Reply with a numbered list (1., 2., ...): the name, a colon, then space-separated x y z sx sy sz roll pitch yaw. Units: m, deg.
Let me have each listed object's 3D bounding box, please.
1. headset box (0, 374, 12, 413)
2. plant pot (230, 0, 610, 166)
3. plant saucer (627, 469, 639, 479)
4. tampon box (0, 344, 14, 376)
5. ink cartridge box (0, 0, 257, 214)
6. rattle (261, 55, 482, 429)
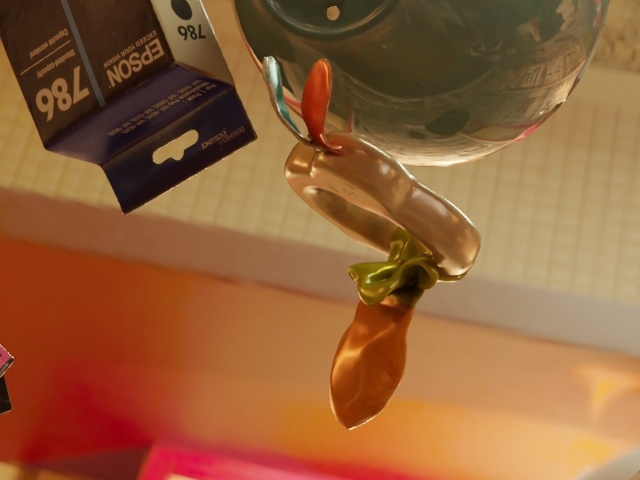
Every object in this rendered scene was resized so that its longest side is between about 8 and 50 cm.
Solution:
1. headset box: -0.443 0.094 1.683 0.283 0.246 0.131 -19 -64 -20
2. plant pot: 0.047 -0.203 1.432 0.290 0.290 0.195 -7 -3 24
3. plant saucer: 0.104 0.217 0.453 0.333 0.333 0.081 44 -23 29
4. tampon box: -0.293 0.078 1.225 0.120 0.101 0.161 48 -32 -15
5. ink cartridge box: -0.182 -0.195 1.532 0.165 0.065 0.332 -29 -98 36
6. rattle: 0.000 0.000 1.112 0.130 0.143 0.199 43 -1 28
